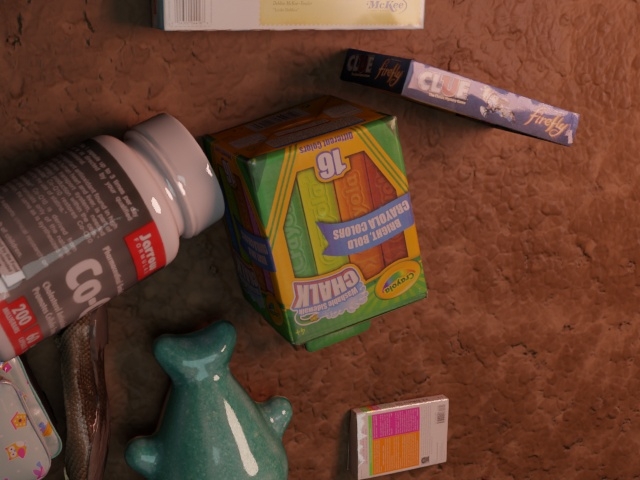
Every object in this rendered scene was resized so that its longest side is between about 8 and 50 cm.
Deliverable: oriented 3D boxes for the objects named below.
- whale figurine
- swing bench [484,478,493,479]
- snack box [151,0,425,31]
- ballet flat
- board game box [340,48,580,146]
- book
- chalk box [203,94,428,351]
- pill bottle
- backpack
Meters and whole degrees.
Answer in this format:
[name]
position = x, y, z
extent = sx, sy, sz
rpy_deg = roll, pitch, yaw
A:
[whale figurine]
position = -0.127, 0.238, 1.162
extent = 0.216, 0.141, 0.272
rpy_deg = -12, 108, -20
[swing bench]
position = 0.191, 0.525, 1.376
extent = 0.253, 0.165, 0.254
rpy_deg = -16, 116, -19
[snack box]
position = -0.030, -0.334, 1.087
extent = 0.322, 0.060, 0.187
rpy_deg = -5, 107, -22
[ballet flat]
position = -0.283, 0.190, 1.125
extent = 0.058, 0.084, 0.249
rpy_deg = 3, 104, 1
[board game box]
position = 0.167, -0.173, 1.162
extent = 0.243, 0.165, 0.042
rpy_deg = 12, 99, -27
[book]
position = 0.111, 0.272, 1.339
extent = 0.144, 0.035, 0.096
rpy_deg = -4, 103, -23
[chalk box]
position = 0.000, 0.000, 1.129
extent = 0.180, 0.179, 0.288
rpy_deg = -20, 112, -17
[pill bottle]
position = -0.253, -0.011, 1.014
extent = 0.283, 0.161, 0.161
rpy_deg = -32, 115, -22
[backpack]
position = -0.393, 0.208, 1.039
extent = 0.188, 0.144, 0.165
rpy_deg = -23, 118, -13
